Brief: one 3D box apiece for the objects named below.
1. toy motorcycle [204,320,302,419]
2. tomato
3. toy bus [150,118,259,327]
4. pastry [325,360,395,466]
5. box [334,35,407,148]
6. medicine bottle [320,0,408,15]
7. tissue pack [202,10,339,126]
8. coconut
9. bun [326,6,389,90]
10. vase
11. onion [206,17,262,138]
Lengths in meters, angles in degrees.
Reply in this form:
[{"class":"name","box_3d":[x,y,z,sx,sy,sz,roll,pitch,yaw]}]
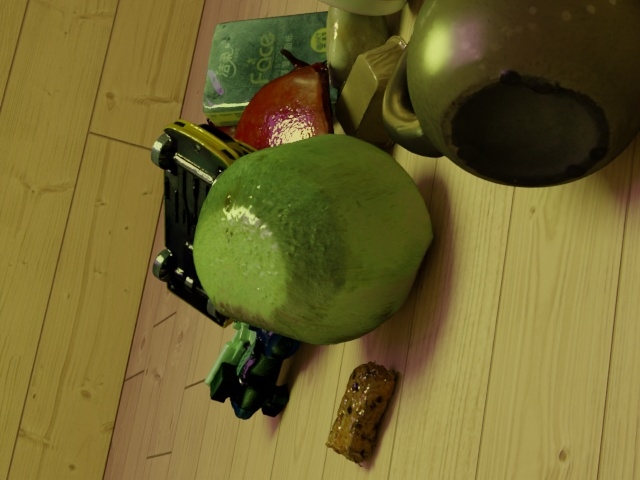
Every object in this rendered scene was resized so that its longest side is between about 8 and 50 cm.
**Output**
[{"class":"toy motorcycle","box_3d":[-0.070,0.143,2.089,0.331,0.125,0.196,-62,20,26]},{"class":"tomato","box_3d":[-0.053,-0.130,2.028,0.309,0.170,0.309,-7,-90,-87]},{"class":"toy bus","box_3d":[-0.153,-0.039,1.921,0.145,0.151,0.331,33,138,28]},{"class":"pastry","box_3d":[0.053,0.227,1.722,0.080,0.056,0.140,30,103,61]},{"class":"box","box_3d":[0.092,-0.218,1.924,0.177,0.111,0.111,117,160,-47]},{"class":"medicine bottle","box_3d":[0.064,-0.506,1.974,0.252,0.252,0.241,-98,28,-52]},{"class":"tissue pack","box_3d":[-0.068,-0.298,2.261,0.081,0.257,0.185,48,-136,-58]},{"class":"coconut","box_3d":[0.000,0.000,1.735,0.328,0.328,0.281,-30,78,67]},{"class":"bun","box_3d":[0.060,-0.330,2.093,0.183,0.102,0.183,-179,90,-90]},{"class":"vase","box_3d":[0.184,-0.203,1.318,0.329,0.241,0.302,-26,41,41]},{"class":"onion","box_3d":[-0.093,-0.283,2.470,0.272,0.195,0.272,14,-90,-71]}]
